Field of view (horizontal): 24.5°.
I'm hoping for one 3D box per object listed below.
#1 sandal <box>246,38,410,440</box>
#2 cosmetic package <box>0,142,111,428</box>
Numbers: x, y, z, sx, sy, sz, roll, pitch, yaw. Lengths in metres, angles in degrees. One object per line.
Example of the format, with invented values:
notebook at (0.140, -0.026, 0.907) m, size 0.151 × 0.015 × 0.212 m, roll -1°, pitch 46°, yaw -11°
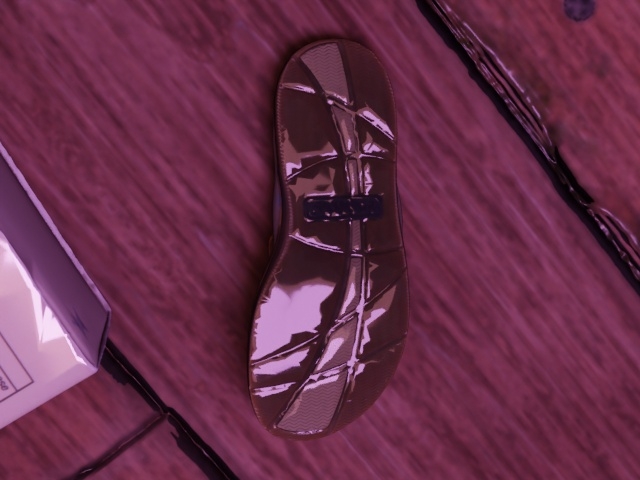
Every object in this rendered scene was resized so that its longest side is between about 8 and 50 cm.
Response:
sandal at (0.000, 0.000, 0.820) m, size 0.090 × 0.060 × 0.219 m, roll -1°, pitch 89°, yaw -11°
cosmetic package at (-0.275, 0.068, 0.770) m, size 0.296 × 0.129 × 0.153 m, roll -30°, pitch 102°, yaw 3°
